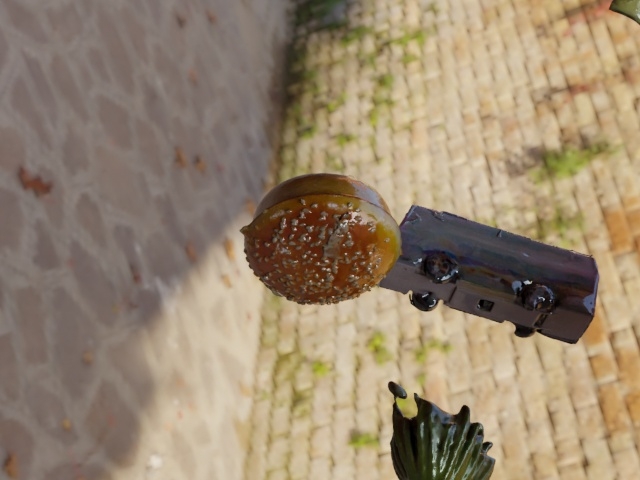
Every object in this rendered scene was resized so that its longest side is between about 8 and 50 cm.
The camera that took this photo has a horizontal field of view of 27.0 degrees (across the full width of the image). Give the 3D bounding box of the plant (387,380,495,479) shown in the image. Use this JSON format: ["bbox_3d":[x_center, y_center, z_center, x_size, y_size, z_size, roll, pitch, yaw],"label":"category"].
[{"bbox_3d":[0.161,0.425,2.205,0.251,0.180,0.333,54,46,-29],"label":"plant"}]

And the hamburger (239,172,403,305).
[{"bbox_3d":[0.004,0.000,1.859,0.237,0.237,0.147,50,34,-56],"label":"hamburger"}]

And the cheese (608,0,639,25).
[{"bbox_3d":[0.444,-0.317,1.842,0.084,0.041,0.060,44,64,-29],"label":"cheese"}]

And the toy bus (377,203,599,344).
[{"bbox_3d":[0.247,0.048,1.965,0.112,0.317,0.138,111,-4,-58],"label":"toy bus"}]
